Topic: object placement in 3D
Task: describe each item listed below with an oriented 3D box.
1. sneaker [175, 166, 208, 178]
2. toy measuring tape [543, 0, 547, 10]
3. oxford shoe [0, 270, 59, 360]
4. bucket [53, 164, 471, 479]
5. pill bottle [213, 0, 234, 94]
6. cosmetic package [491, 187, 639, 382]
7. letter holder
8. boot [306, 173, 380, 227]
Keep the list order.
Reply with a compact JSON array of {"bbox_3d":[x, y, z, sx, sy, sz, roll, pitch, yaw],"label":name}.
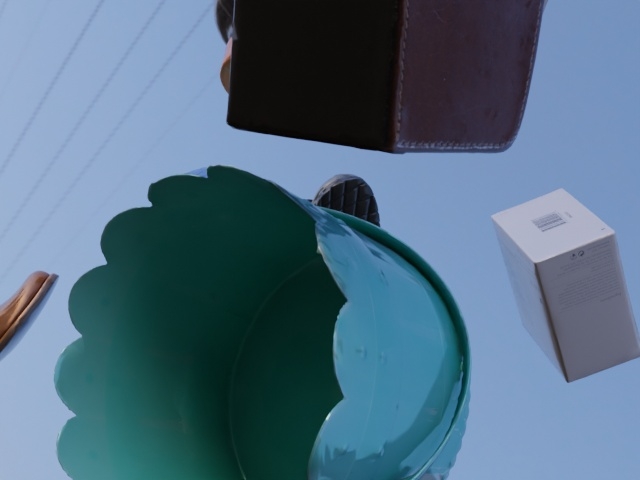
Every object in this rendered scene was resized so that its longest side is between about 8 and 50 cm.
[{"bbox_3d":[-0.199,-0.090,1.709,0.082,0.209,0.069,-26,-87,18],"label":"sneaker"},{"bbox_3d":[0.162,-0.235,1.187,0.121,0.121,0.330,49,-10,3],"label":"toy measuring tape"},{"bbox_3d":[-0.346,0.098,1.027,0.076,0.212,0.076,41,-24,0],"label":"oxford shoe"},{"bbox_3d":[-0.037,0.098,0.746,0.281,0.183,0.281,-12,-110,36],"label":"bucket"},{"bbox_3d":[-0.011,-0.221,0.856,0.130,0.246,0.130,11,-26,5],"label":"pill bottle"},{"bbox_3d":[0.394,0.069,1.676,0.224,0.138,0.225,-113,-178,-69],"label":"cosmetic package"},{"bbox_3d":[0.076,-0.212,0.656,0.152,0.214,0.302,14,-76,47],"label":"letter holder"},{"bbox_3d":[0.000,0.000,1.182,0.161,0.083,0.247,-119,-158,-48],"label":"boot"}]
